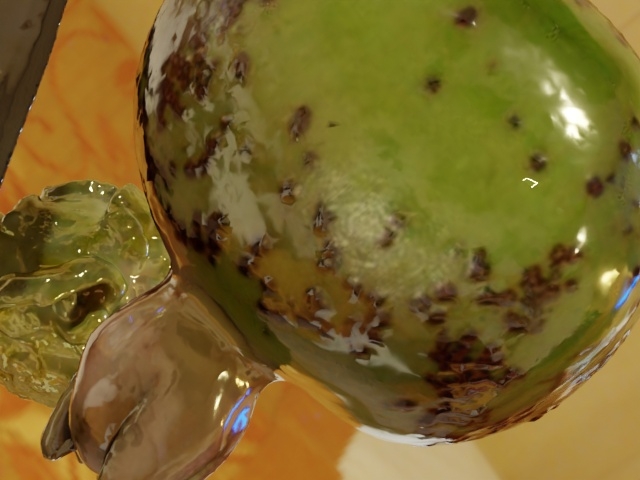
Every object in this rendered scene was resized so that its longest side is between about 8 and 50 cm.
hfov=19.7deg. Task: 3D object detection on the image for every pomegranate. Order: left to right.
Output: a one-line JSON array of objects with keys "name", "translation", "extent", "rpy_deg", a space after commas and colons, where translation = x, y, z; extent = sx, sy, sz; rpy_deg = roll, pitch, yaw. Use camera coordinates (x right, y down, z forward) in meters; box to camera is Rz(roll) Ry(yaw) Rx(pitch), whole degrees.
[{"name": "pomegranate", "translation": [0.000, 0.000, 0.886], "extent": [0.285, 0.341, 0.285], "rpy_deg": [48, 1, -1]}]

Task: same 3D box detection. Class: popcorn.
[{"name": "popcorn", "translation": [-0.143, 0.035, 1.093], "extent": [0.162, 0.135, 0.141], "rpy_deg": [10, 70, -44]}]

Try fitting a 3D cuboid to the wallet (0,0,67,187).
[{"name": "wallet", "translation": [-0.304, -0.068, 1.026], "extent": [0.041, 0.323, 0.247], "rpy_deg": [65, 26, -44]}]
